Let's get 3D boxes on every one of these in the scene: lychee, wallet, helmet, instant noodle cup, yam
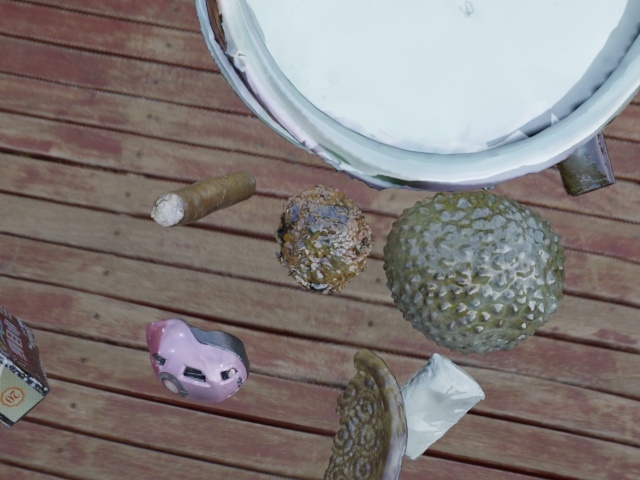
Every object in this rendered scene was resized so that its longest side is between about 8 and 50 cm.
[{"bbox_3d":[0.221,0.036,1.145,0.255,0.274,0.256,8,68,-20],"label":"lychee"},{"bbox_3d":[0.602,-0.236,1.877,0.137,0.031,0.256,-19,77,43],"label":"wallet"},{"bbox_3d":[-0.290,0.293,1.838,0.253,0.198,0.154,0,46,5],"label":"helmet"},{"bbox_3d":[0.059,-0.185,0.513,0.339,0.266,0.340,0,107,0],"label":"instant noodle cup"},{"bbox_3d":[-0.160,-0.062,1.144,0.056,0.241,0.057,5,104,22],"label":"yam"}]

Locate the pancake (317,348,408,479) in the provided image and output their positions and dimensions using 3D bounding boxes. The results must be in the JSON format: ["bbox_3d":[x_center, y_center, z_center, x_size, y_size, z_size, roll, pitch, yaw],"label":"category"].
[{"bbox_3d":[0.031,0.209,0.831,0.020,0.184,0.191,17,65,-28],"label":"pancake"}]

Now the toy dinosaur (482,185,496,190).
[{"bbox_3d":[0.377,-0.182,1.628,0.079,0.292,0.120,38,69,10],"label":"toy dinosaur"}]

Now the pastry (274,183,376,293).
[{"bbox_3d":[0.000,0.000,1.962,0.274,0.193,0.275,1,96,12],"label":"pastry"}]

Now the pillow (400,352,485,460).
[{"bbox_3d":[0.206,0.328,1.571,0.128,0.051,0.229,45,115,8],"label":"pillow"}]

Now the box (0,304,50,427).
[{"bbox_3d":[-0.538,0.113,1.145,0.084,0.198,0.310,-43,123,-6],"label":"box"}]
